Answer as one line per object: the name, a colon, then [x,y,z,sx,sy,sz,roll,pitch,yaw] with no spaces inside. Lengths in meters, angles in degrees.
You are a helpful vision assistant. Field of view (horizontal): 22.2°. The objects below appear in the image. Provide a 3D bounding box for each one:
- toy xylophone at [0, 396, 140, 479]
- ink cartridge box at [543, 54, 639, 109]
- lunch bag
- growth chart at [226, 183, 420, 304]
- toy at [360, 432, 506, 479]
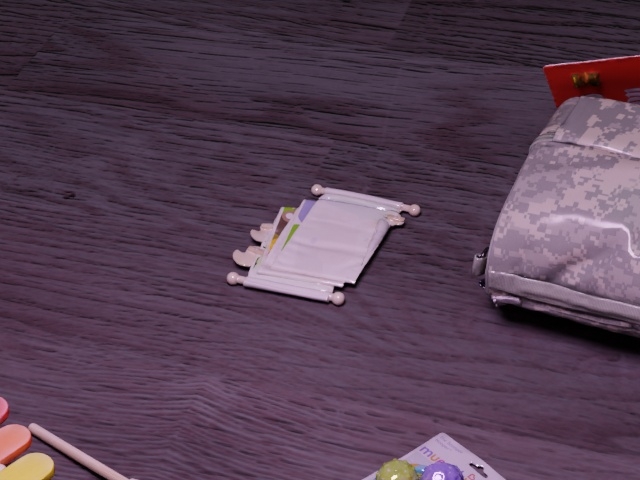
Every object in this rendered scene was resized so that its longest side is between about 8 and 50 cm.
toy xylophone: [-0.317,0.259,1.653,0.323,0.081,0.236,22,43,27]
ink cartridge box: [0.480,-0.125,1.964,0.385,0.308,0.091,-3,69,16]
lunch bag: [0.356,-0.004,1.864,0.305,0.212,0.256,15,46,26]
growth chart: [0.000,0.000,2.031,0.172,0.021,0.237,16,41,22]
toy: [0.085,0.265,1.649,0.237,0.056,0.137,-28,46,-30]
